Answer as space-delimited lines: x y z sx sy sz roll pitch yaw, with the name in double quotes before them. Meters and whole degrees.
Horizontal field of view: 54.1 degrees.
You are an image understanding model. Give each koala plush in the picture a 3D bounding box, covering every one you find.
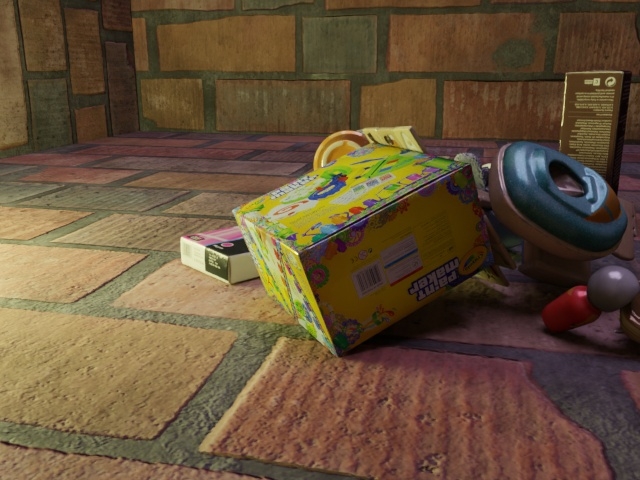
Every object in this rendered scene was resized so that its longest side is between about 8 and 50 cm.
"koala plush" 0.407 -0.088 1.517 0.196 0.203 0.221 7 -4 13

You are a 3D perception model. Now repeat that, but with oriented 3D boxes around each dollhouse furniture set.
"dollhouse furniture set" 0.409 0.023 1.257 0.287 0.198 0.303 17 -23 -21

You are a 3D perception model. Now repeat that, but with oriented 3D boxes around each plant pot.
"plant pot" 0.075 -0.216 1.784 0.205 0.205 0.188 2 5 6

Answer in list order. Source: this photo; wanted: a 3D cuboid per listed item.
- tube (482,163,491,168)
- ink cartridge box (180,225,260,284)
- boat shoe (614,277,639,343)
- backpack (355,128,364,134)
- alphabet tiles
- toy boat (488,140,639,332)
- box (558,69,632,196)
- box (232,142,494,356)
"tube" 0.503 -0.126 1.667 0.240 0.062 0.070 29 37 -36
"ink cartridge box" -0.088 0.007 1.318 0.371 0.069 0.176 -11 19 -41
"boat shoe" 0.530 0.105 0.955 0.285 0.089 0.104 -16 48 -39
"backpack" 0.149 -0.269 2.063 0.166 0.188 0.144 8 17 22
"alphabet tiles" 0.204 -0.061 1.115 0.011 0.342 0.285 -41 20 -11
"toy boat" 0.397 -0.016 0.976 0.268 0.148 0.318 18 53 -21
"box" 0.698 -0.241 1.613 0.143 0.381 0.191 7 16 30
"box" 0.059 -0.008 0.993 0.290 0.177 0.279 -28 25 -16
